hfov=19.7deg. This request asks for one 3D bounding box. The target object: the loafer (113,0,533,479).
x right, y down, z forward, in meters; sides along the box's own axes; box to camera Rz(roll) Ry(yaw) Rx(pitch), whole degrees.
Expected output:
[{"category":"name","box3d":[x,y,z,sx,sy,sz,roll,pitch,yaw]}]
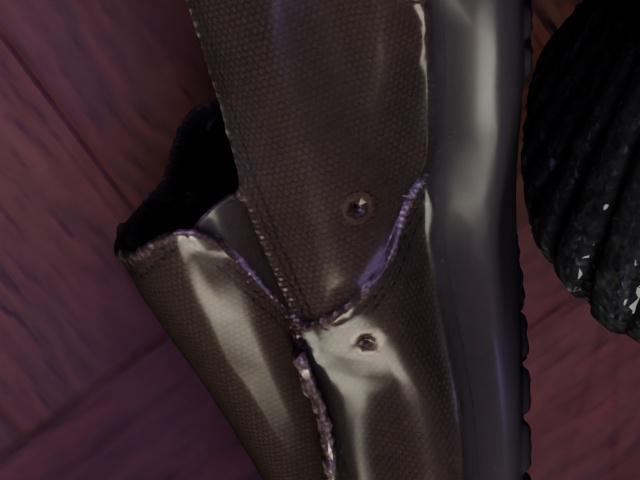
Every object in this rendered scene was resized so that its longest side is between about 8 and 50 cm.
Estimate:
[{"category":"loafer","box3d":[0.000,0.000,0.608,0.130,0.134,0.366,-2,116,2]}]

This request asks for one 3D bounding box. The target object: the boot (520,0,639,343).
[{"category":"boot","box3d":[0.181,-0.148,0.613,0.131,0.348,0.260,27,136,13]}]
